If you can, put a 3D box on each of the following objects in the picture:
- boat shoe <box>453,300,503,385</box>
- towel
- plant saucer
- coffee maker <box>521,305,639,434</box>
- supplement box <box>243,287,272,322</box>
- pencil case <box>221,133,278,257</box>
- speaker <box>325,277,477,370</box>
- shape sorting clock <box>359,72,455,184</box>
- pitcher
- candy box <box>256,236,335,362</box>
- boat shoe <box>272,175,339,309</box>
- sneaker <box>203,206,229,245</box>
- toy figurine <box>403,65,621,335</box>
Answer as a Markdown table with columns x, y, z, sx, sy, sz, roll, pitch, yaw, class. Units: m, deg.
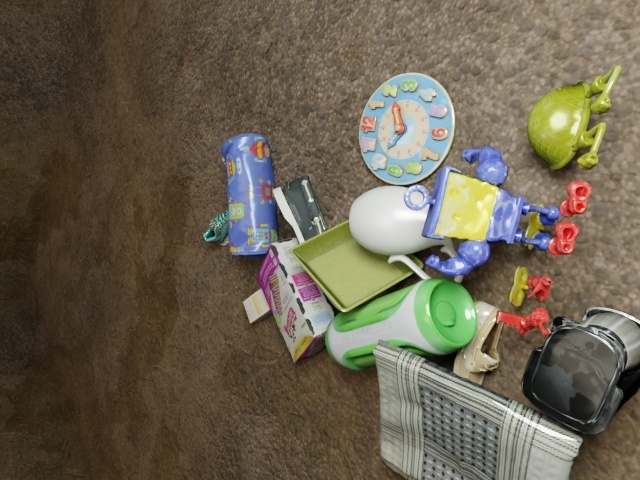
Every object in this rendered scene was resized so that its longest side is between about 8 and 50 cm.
| x | y | z | sx | sy | sz | roll | pitch | yaw | class |
| --- | --- | --- | --- | --- | --- | --- | --- | --- | --- |
| 0.266 | 0.188 | 0.787 | 0.059 | 0.062 | 0.170 | 17 | 103 | 49 | boat shoe |
| 0.213 | 0.335 | 0.744 | 0.312 | 0.056 | 0.325 | 20 | 132 | 35 | towel |
| 0.067 | 0.047 | 0.914 | 0.188 | 0.188 | 0.045 | 46 | 153 | 38 | plant saucer |
| 0.353 | 0.182 | 0.619 | 0.120 | 0.178 | 0.172 | -5 | 88 | 45 | coffee maker |
| -0.150 | 0.164 | 1.215 | 0.098 | 0.036 | 0.062 | -37 | 67 | 39 | supplement box |
| -0.177 | -0.107 | 1.171 | 0.133 | 0.119 | 0.307 | -8 | 86 | 28 | pencil case |
| 0.129 | 0.156 | 0.846 | 0.296 | 0.131 | 0.131 | -32 | 69 | 53 | speaker |
| 0.155 | -0.209 | 0.895 | 0.206 | 0.040 | 0.207 | 3 | 94 | 45 | shape sorting clock |
| 0.158 | -0.008 | 0.846 | 0.207 | 0.125 | 0.178 | 5 | 92 | 34 | pitcher |
| -0.057 | 0.134 | 1.069 | 0.234 | 0.071 | 0.159 | 61 | 148 | 23 | candy box |
| 0.000 | 0.000 | 1.014 | 0.091 | 0.114 | 0.303 | -28 | 83 | 1 | boat shoe |
| -0.263 | -0.046 | 1.289 | 0.065 | 0.076 | 0.167 | 53 | 125 | 28 | sneaker |
| 0.229 | -0.068 | 0.663 | 0.217 | 0.191 | 0.363 | 14 | 95 | 11 | toy figurine |
